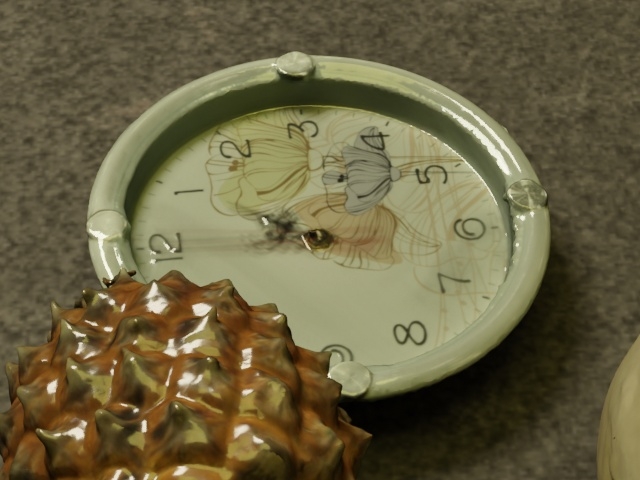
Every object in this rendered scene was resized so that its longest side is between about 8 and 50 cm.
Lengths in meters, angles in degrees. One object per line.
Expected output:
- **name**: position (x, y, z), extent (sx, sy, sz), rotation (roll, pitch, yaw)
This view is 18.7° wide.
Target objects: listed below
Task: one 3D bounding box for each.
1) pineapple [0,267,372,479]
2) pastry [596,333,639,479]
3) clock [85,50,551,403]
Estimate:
- **pineapple**: position (-0.069, 0.088, 0.844), extent (0.166, 0.166, 0.193), rotation (-17, 42, -16)
- **pastry**: position (0.247, 0.102, 0.853), extent (0.265, 0.133, 0.265), rotation (3, 47, -3)
- **clock**: position (0.000, 0.000, 0.996), extent (0.236, 0.053, 0.236), rotation (0, 49, 0)
